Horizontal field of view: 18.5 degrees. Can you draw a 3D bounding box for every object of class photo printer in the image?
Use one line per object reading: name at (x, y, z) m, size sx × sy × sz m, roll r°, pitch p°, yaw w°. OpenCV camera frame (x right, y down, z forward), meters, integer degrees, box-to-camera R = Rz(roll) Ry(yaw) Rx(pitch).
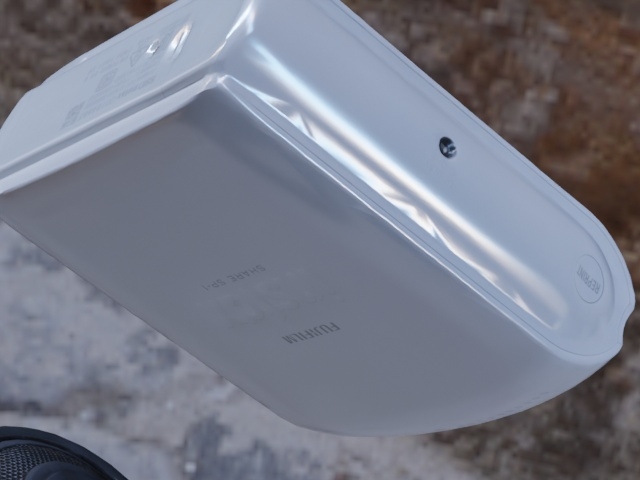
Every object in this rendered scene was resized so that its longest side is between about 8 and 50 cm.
photo printer at (0.000, 0.000, 1.075) m, size 0.307 × 0.256 × 0.107 m, roll 38°, pitch 56°, yaw -26°

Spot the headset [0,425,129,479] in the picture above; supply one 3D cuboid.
headset at (-0.192, 0.154, 0.933) m, size 0.243 × 0.394 × 0.185 m, roll -21°, pitch 35°, yaw 13°
